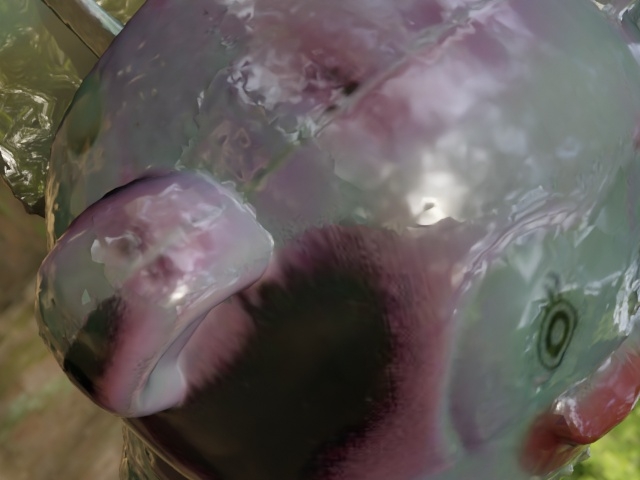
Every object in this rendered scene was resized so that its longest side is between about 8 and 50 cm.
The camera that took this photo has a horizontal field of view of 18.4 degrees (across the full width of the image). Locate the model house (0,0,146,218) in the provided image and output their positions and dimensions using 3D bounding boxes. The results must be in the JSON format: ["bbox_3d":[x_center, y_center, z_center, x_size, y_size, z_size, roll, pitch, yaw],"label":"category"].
[{"bbox_3d":[-0.149,-0.273,0.913,0.445,0.395,0.400,47,-3,-11],"label":"model house"}]

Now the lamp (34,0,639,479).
[{"bbox_3d":[0.000,0.000,0.678,0.247,0.247,0.301,49,-21,19],"label":"lamp"}]
